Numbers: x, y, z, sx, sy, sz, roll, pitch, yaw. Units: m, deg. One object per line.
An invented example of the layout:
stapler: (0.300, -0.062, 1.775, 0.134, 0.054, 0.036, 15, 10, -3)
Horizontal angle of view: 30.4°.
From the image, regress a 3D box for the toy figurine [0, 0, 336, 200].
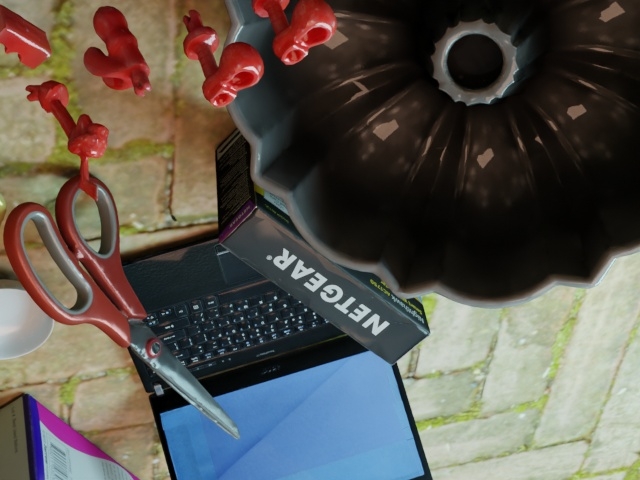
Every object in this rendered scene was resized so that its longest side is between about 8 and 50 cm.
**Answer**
toy figurine: (-0.092, -0.207, 0.607, 0.362, 0.191, 0.217, -32, 148, 21)

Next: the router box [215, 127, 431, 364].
router box: (0.000, 0.000, 0.902, 0.179, 0.133, 0.046, 36, 114, -27)

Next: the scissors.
scissors: (-0.152, 0.081, 0.933, 0.021, 0.109, 0.297, -3, 124, 35)

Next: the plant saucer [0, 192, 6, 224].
plant saucer: (-0.429, 0.071, 0.815, 0.332, 0.081, 0.333, 5, 121, -43)

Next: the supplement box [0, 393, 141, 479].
supplement box: (-0.246, 0.259, 1.101, 0.114, 0.111, 0.220, -30, 134, 10)

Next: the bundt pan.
bundt pan: (0.106, -0.128, 0.779, 0.330, 0.124, 0.331, 3, 109, 10)

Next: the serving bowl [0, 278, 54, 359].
serving bowl: (-0.262, 0.060, 0.966, 0.083, 0.027, 0.083, -10, 135, -10)

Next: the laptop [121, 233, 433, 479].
laptop: (-0.041, 0.123, 1.027, 0.234, 0.137, 0.264, -16, 135, -5)
